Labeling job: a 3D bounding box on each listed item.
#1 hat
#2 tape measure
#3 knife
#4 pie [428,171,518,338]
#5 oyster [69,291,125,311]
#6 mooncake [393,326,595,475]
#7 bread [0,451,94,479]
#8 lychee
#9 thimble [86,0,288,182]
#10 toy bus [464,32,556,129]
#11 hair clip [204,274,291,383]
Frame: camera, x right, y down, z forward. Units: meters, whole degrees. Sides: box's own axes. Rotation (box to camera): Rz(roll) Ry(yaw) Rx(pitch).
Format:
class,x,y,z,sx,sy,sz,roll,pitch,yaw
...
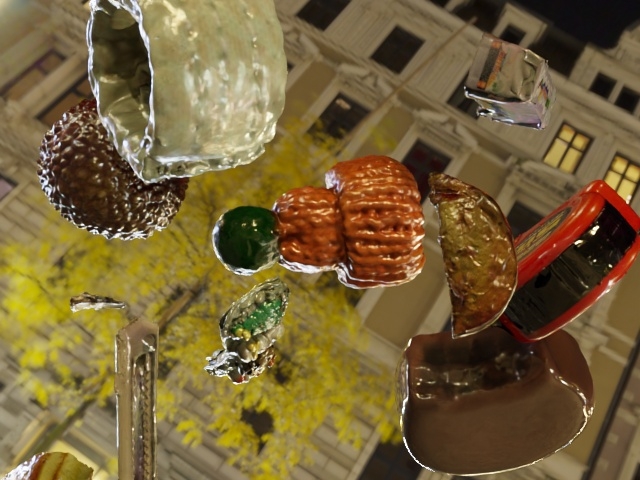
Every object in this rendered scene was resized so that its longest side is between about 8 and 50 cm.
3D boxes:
class,x,y,z,sx,sy,sz,roll,pitch,yaw
hat,0.000,0.000,1.547,0.285,0.400,0.285,162,-90,-84
tape measure,0.339,0.041,1.151,0.114,0.260,0.253,46,-55,1
knife,-0.225,0.268,0.972,0.043,0.089,0.365,11,-76,23
pie,0.171,0.010,0.880,0.088,0.033,0.191,-10,-94,24
oyster,-0.297,0.081,1.051,0.054,0.019,0.083,-17,-14,32
mooncake,0.274,0.255,1.346,0.333,0.174,0.326,33,-56,-28
bread,-0.418,0.417,1.077,0.184,0.234,0.110,-42,-66,16
lychee,-0.368,-0.120,1.363,0.271,0.271,0.271,25,-33,18
thimble,-0.183,-0.229,1.074,0.291,0.195,0.292,32,-51,51
toy bus,0.346,-0.271,1.424,0.138,0.113,0.317,21,7,20
hair clip,-0.109,0.167,1.306,0.091,0.138,0.321,52,-23,12
